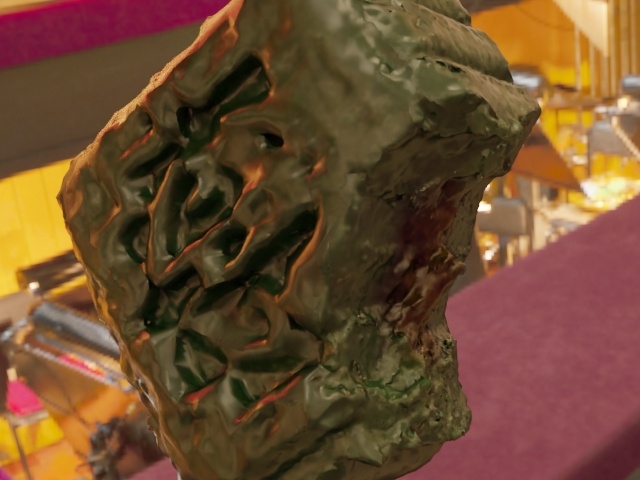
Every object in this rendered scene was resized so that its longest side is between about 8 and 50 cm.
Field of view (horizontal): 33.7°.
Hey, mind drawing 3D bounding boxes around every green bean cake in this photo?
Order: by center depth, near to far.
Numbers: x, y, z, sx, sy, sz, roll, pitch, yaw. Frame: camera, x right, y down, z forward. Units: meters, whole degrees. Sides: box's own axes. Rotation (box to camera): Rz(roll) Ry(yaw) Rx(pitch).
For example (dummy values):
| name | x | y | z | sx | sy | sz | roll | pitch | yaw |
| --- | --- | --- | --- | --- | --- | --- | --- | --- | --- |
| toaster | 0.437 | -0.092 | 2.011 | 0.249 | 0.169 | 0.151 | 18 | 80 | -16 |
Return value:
| name | x | y | z | sx | sy | sz | roll | pitch | yaw |
| --- | --- | --- | --- | --- | --- | --- | --- | --- | --- |
| green bean cake | 0.000 | 0.000 | 0.686 | 0.308 | 0.300 | 0.169 | -41 | -22 | 25 |
